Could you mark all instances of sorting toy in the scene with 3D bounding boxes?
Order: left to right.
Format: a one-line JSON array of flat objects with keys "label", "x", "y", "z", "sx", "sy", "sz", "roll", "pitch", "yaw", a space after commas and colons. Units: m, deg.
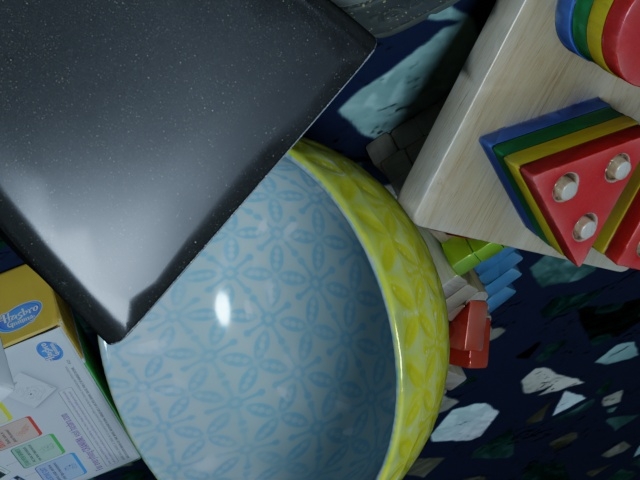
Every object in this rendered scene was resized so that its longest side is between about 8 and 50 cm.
[{"label": "sorting toy", "x": 0.219, "y": -0.092, "z": 1.030, "sx": 0.255, "sy": 0.089, "sz": 0.257, "roll": 11, "pitch": 112, "yaw": -42}]

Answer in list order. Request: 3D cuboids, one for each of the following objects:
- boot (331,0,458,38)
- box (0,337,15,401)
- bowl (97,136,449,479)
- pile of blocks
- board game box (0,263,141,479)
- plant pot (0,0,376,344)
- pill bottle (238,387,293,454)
[{"label": "boot", "x": 0.067, "y": -0.188, "z": 0.642, "sx": 0.247, "sy": 0.083, "sz": 0.161, "roll": -26, "pitch": 147, "yaw": 17}, {"label": "box", "x": -0.281, "y": 0.034, "z": 0.888, "sx": 0.091, "sy": 0.170, "sz": 0.130, "roll": -38, "pitch": 144, "yaw": 19}, {"label": "bowl", "x": -0.009, "y": 0.056, "z": 1.024, "sx": 0.156, "sy": 0.289, "sz": 0.289, "roll": -12, "pitch": 149, "yaw": -48}, {"label": "pile of blocks", "x": 0.129, "y": 0.026, "z": 1.197, "sx": 0.149, "sy": 0.112, "sz": 0.362, "roll": -19, "pitch": 147, "yaw": -9}, {"label": "board game box", "x": -0.321, "y": 0.155, "z": 1.129, "sx": 0.317, "sy": 0.064, "sz": 0.242, "roll": -21, "pitch": 147, "yaw": -5}, {"label": "plant pot", "x": -0.120, "y": -0.092, "z": 0.703, "sx": 0.188, "sy": 0.187, "sz": 0.167, "roll": -49, "pitch": 116, "yaw": -7}, {"label": "pill bottle", "x": -0.032, "y": 0.196, "z": 1.154, "sx": 0.169, "sy": 0.301, "sz": 0.169, "roll": -17, "pitch": 146, "yaw": -12}]
